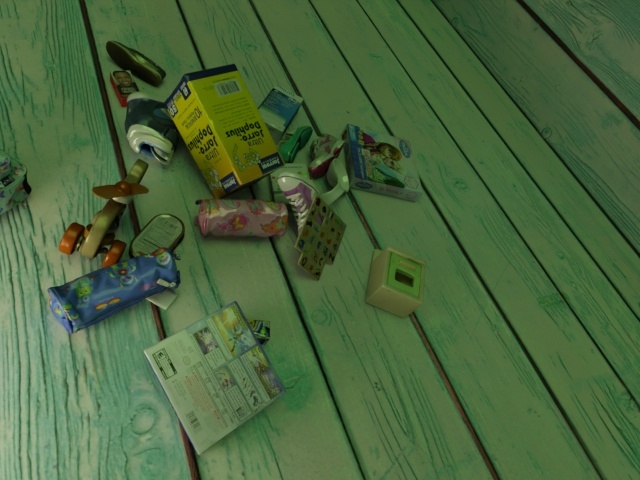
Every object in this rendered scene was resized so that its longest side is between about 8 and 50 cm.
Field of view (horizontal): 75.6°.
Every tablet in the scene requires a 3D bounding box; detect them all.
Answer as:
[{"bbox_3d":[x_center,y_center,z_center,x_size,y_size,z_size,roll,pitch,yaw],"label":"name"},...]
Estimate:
[{"bbox_3d":[-0.442,0.148,1.127,0.083,0.006,0.054,32,49,-3],"label":"tablet"}]

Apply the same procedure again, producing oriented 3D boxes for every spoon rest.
[{"bbox_3d":[0.058,-0.211,1.537,0.137,0.084,0.276,61,33,-25],"label":"spoon rest"}]

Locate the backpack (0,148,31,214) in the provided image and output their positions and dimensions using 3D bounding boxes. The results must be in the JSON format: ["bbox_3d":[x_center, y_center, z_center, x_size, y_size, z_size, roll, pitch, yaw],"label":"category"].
[{"bbox_3d":[-0.889,-0.140,1.007,0.225,0.191,0.253,31,55,-4],"label":"backpack"}]

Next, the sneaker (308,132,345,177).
[{"bbox_3d":[0.001,-0.341,1.631,0.111,0.103,0.252,31,43,3],"label":"sneaker"}]

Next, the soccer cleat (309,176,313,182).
[{"bbox_3d":[-0.035,-0.205,1.558,0.035,0.029,0.083,20,54,-24],"label":"soccer cleat"}]

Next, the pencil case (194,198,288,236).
[{"bbox_3d":[-0.246,-0.069,1.304,0.284,0.124,0.124,-2,58,-26],"label":"pencil case"}]

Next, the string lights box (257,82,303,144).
[{"bbox_3d":[-0.177,-0.518,1.676,0.133,0.077,0.260,28,50,-6],"label":"string lights box"}]

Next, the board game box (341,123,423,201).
[{"bbox_3d":[0.260,-0.334,1.763,0.318,0.066,0.319,9,54,-20],"label":"board game box"}]

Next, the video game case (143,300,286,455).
[{"bbox_3d":[-0.254,0.324,1.012,0.244,0.061,0.270,-27,85,-29],"label":"video game case"}]

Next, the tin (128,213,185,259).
[{"bbox_3d":[-0.473,-0.003,1.200,0.106,0.040,0.190,27,50,-1],"label":"tin"}]

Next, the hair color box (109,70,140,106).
[{"bbox_3d":[-0.692,-0.541,1.466,0.072,0.043,0.141,-17,66,-33],"label":"hair color box"}]

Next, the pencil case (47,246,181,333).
[{"bbox_3d":[-0.500,0.119,1.037,0.306,0.119,0.133,-24,43,-33],"label":"pencil case"}]

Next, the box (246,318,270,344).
[{"bbox_3d":[-0.225,0.247,1.126,0.168,0.059,0.054,9,56,-20],"label":"box"}]

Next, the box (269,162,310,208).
[{"bbox_3d":[-0.107,-0.199,1.496,0.145,0.038,0.186,-3,58,-16],"label":"box"}]

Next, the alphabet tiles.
[{"bbox_3d":[0.000,0.000,1.354,0.198,0.009,0.237,43,59,-43],"label":"alphabet tiles"}]

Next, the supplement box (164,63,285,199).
[{"bbox_3d":[-0.308,-0.344,1.333,0.195,0.194,0.357,-33,100,-38],"label":"supplement box"}]

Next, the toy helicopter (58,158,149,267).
[{"bbox_3d":[-0.546,-0.111,1.113,0.140,0.235,0.355,26,44,-20],"label":"toy helicopter"}]

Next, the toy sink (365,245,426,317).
[{"bbox_3d":[0.262,0.115,1.406,0.152,0.131,0.234,24,50,-9],"label":"toy sink"}]

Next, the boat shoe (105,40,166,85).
[{"bbox_3d":[-0.684,-0.665,1.540,0.223,0.080,0.073,33,44,-8],"label":"boat shoe"}]

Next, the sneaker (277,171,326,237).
[{"bbox_3d":[-0.052,-0.091,1.355,0.282,0.102,0.161,45,47,-37],"label":"sneaker"}]

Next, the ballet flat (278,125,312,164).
[{"bbox_3d":[-0.110,-0.388,1.619,0.087,0.083,0.247,21,48,7],"label":"ballet flat"}]

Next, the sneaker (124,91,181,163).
[{"bbox_3d":[-0.489,-0.356,1.401,0.322,0.130,0.236,1,72,-38],"label":"sneaker"}]
